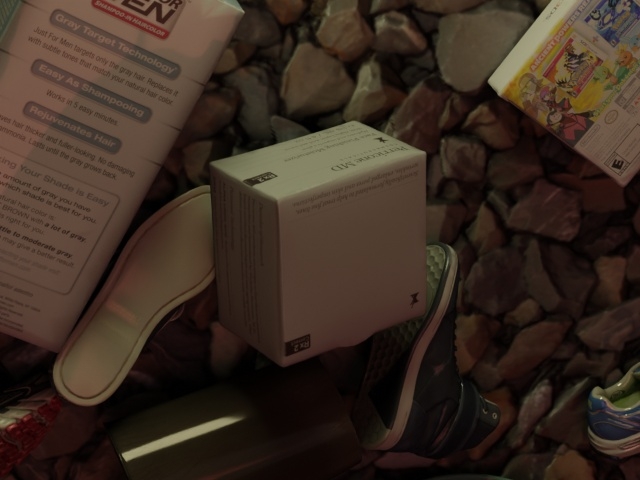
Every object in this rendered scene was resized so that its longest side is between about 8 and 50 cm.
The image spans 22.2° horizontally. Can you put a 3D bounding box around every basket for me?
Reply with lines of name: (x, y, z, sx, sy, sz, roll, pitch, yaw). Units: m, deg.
basket: (-0.085, 0.217, 1.674, 0.227, 0.154, 0.204, -23, 146, -11)

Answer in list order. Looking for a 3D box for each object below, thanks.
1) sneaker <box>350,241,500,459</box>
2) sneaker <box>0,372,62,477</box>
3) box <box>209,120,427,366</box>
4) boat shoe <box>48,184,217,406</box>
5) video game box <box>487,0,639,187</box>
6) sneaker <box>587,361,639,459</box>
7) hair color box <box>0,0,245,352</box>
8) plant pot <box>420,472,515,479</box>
sneaker: (0.130, 0.123, 1.731, 0.163, 0.086, 0.226, 19, 90, -41)
sneaker: (-0.391, 0.195, 1.594, 0.299, 0.112, 0.121, -23, 159, -21)
box: (0.000, 0.000, 1.580, 0.181, 0.119, 0.182, -19, 120, -32)
boat shoe: (-0.176, 0.053, 1.604, 0.095, 0.079, 0.254, 35, 80, -16)
video game box: (0.301, -0.184, 1.653, 0.187, 0.048, 0.205, 33, 102, -28)
sneaker: (0.395, 0.172, 1.826, 0.211, 0.080, 0.081, -24, 122, -5)
hair color box: (-0.245, -0.102, 1.498, 0.185, 0.113, 0.374, 23, 107, -24)
plant pot: (0.164, 0.440, 1.782, 0.293, 0.293, 0.235, 1, 128, -16)
